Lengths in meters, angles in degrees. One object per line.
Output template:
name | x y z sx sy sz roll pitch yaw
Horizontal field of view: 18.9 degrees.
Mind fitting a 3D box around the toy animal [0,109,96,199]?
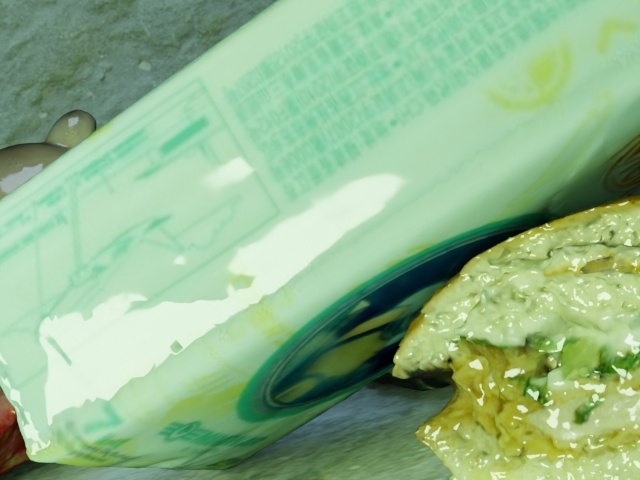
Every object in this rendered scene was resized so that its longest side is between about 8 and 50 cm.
toy animal | -0.255 0.031 1.520 0.221 0.210 0.229 -7 -28 -11

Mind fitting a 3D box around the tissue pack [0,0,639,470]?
tissue pack | 0.028 -0.031 1.032 0.388 0.162 0.287 -34 -14 9

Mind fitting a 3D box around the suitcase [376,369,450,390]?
suitcase | 0.086 0.013 1.347 0.202 0.128 0.312 -16 7 -21

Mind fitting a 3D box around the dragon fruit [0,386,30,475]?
dragon fruit | -0.238 0.111 1.277 0.211 0.134 0.262 -5 17 -34

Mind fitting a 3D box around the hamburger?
hamburger | 0.177 0.041 0.942 0.283 0.144 0.156 -10 7 37
